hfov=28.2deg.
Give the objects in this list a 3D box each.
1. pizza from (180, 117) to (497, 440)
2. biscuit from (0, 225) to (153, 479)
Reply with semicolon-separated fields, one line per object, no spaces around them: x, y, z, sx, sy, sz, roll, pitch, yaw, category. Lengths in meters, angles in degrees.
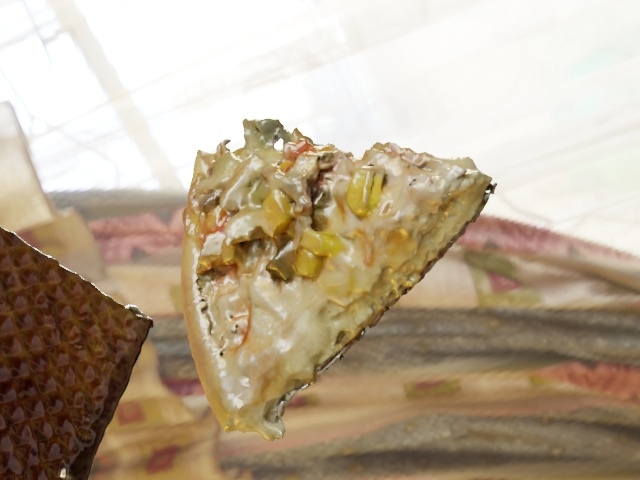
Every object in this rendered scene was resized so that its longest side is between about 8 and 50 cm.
0.000;0.000;0.668;0.052;0.195;0.185;22;-129;-52;pizza
-0.159;0.102;0.521;0.106;0.070;0.252;34;-132;-17;biscuit
